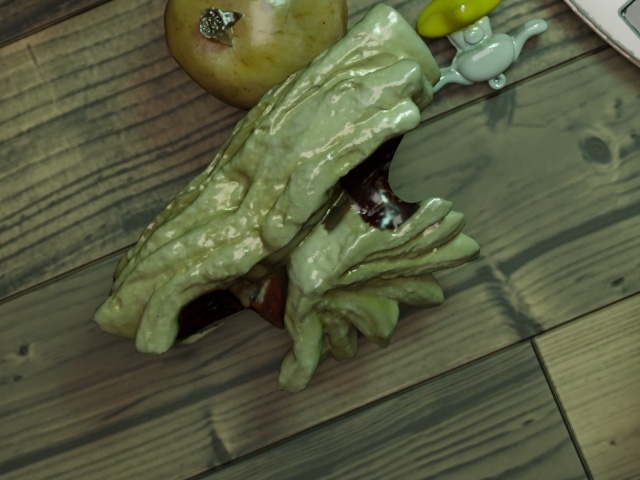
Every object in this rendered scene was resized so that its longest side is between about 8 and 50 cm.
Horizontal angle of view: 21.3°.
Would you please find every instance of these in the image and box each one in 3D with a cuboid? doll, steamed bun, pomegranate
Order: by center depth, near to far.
[{"bbox_3d":[0.000,0.000,1.683,0.428,0.247,0.189,-43,58,12],"label":"steamed bun"},{"bbox_3d":[-0.060,-0.219,1.695,0.191,0.191,0.191,0,91,3],"label":"pomegranate"},{"bbox_3d":[0.166,-0.209,1.744,0.135,0.071,0.113,-5,98,-1],"label":"doll"}]

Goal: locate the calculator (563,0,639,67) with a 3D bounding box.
[{"bbox_3d":[0.324,-0.323,1.722,0.220,0.048,0.329,-42,93,14],"label":"calculator"}]
